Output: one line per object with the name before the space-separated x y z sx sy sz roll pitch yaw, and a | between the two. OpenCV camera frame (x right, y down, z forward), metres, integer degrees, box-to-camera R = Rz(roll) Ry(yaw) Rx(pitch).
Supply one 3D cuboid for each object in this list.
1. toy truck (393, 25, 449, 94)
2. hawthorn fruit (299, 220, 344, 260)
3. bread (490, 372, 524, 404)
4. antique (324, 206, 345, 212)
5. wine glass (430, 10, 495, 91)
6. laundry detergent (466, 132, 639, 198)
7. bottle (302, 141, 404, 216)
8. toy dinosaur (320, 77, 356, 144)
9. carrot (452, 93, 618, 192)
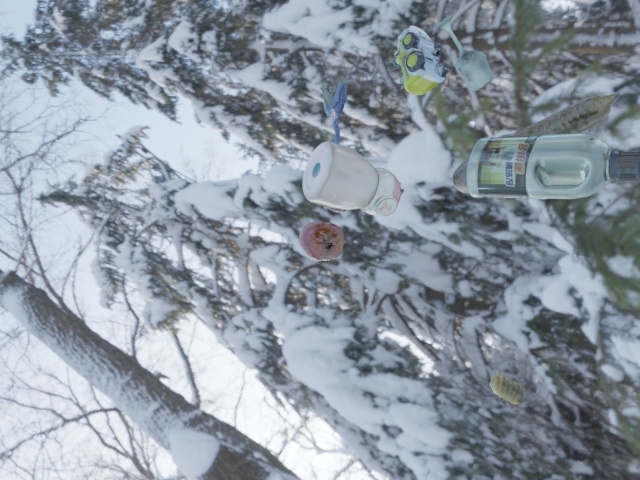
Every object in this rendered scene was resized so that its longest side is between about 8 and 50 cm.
toy truck | 0.159 -0.302 0.984 0.076 0.077 0.111 7 -119 -35
hawthorn fruit | 0.000 0.000 1.571 0.128 0.128 0.128 -17 -66 -44
bread | 0.408 0.321 1.266 0.088 0.034 0.049 34 -123 -15
antique | 0.055 -0.131 1.733 0.104 0.104 0.104 -17 -66 -44
wine glass | 0.366 -0.478 1.486 0.079 0.079 0.195 -43 -76 -31
laundry detergent | 0.321 -0.101 0.803 0.070 0.226 0.099 53 -125 -41
bottle | 0.090 -0.133 1.393 0.237 0.148 0.147 17 -91 -26
toy dinosaur | 0.060 -0.394 1.787 0.075 0.248 0.188 -19 -84 -20
carrot | 0.346 -0.162 0.992 0.070 0.342 0.070 10 -112 -26
